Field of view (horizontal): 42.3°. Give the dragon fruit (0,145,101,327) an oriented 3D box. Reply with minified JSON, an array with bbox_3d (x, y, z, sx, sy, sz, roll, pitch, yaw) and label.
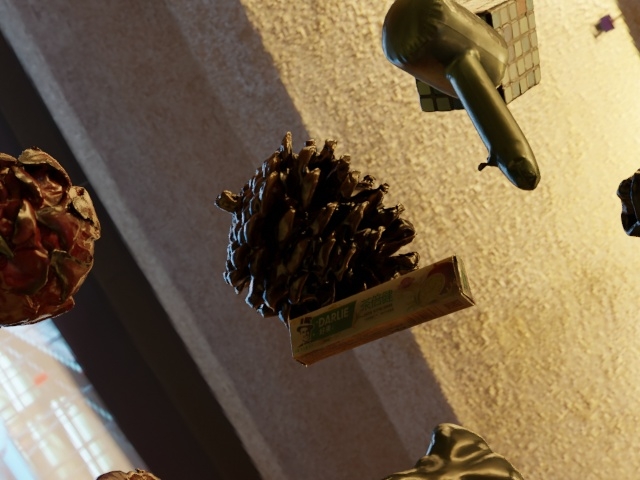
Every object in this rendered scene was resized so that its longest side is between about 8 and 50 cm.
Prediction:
[{"bbox_3d":[-0.386,-0.002,1.056,0.233,0.234,0.293,56,-3,-2],"label":"dragon fruit"}]

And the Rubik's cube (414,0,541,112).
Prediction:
[{"bbox_3d":[0.291,-0.356,1.564,0.182,0.187,0.184,5,-63,37],"label":"Rubik's cube"}]

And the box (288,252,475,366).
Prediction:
[{"bbox_3d":[0.060,0.076,0.872,0.207,0.050,0.041,-24,-35,23],"label":"box"}]

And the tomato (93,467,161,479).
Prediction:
[{"bbox_3d":[-0.159,0.391,0.873,0.309,0.170,0.309,34,-5,3],"label":"tomato"}]

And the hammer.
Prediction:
[{"bbox_3d":[0.207,-0.190,1.112,0.119,0.206,0.335,-42,-130,30],"label":"hammer"}]

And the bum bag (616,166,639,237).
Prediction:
[{"bbox_3d":[0.455,-0.114,0.913,0.142,0.079,0.326,24,-52,-25],"label":"bum bag"}]

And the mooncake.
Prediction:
[{"bbox_3d":[0.114,0.258,0.810,0.168,0.175,0.104,7,-56,13],"label":"mooncake"}]

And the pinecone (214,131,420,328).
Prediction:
[{"bbox_3d":[-0.009,0.006,1.033,0.257,0.243,0.243,51,-31,-7],"label":"pinecone"}]
